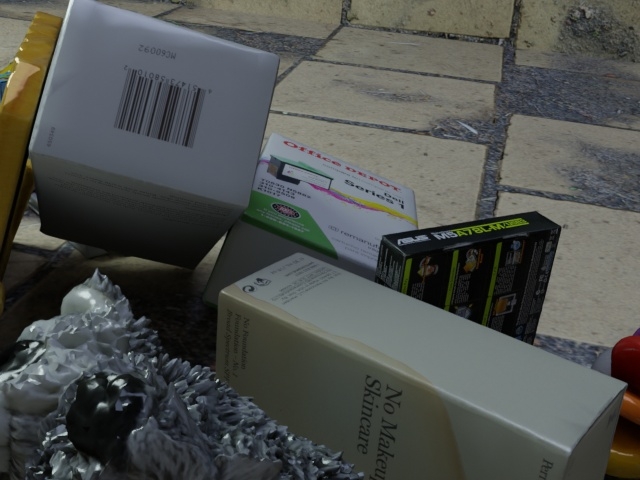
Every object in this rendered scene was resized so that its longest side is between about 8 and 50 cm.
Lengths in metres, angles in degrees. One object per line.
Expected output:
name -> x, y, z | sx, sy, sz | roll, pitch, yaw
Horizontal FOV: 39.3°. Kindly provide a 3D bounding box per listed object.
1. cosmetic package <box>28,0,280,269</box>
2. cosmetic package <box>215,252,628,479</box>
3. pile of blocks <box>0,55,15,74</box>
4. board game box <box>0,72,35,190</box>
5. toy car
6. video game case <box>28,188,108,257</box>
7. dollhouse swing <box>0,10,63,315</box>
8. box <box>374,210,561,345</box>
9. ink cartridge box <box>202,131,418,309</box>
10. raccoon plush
cosmetic package -> -0.184, -0.084, 0.927 | 0.197, 0.155, 0.365 | 14, -13, -14
cosmetic package -> 0.064, 0.140, 0.718 | 0.309, 0.160, 0.113 | 21, 29, 33
pile of blocks -> -0.494, -0.177, 1.314 | 0.362, 0.112, 0.149 | -16, 36, 21
board game box -> -0.357, -0.161, 1.241 | 0.039, 0.160, 0.211 | 23, 29, 33
toy car -> 0.303, 0.135, 0.803 | 0.182, 0.136, 0.159 | -16, 31, -39
video game case -> -0.294, -0.059, 1.253 | 0.204, 0.025, 0.285 | -14, 31, -36
dollhouse swing -> -0.424, -0.064, 0.898 | 0.315, 0.305, 0.347 | 0, 25, -11
box -> 0.129, 0.074, 0.839 | 0.184, 0.191, 0.045 | -9, 30, -27
ink cartridge box -> 0.000, 0.000, 1.011 | 0.201, 0.117, 0.278 | 22, 23, -6
raccoon plush -> -0.054, 0.195, 0.627 | 0.446, 0.216, 0.299 | 31, 7, -17
